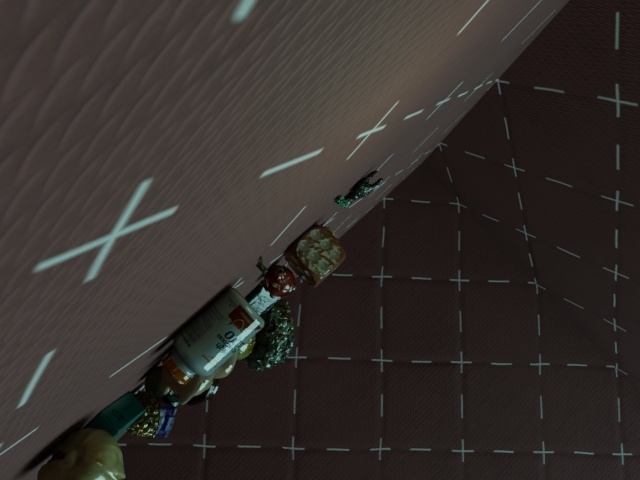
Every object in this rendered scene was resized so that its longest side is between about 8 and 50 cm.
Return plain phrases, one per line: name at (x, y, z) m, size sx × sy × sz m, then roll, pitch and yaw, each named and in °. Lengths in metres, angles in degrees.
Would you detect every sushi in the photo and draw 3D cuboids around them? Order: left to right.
sushi at (-0.277, 0.468, 2.392) m, size 0.175 × 0.418 × 0.417 m, roll 17°, pitch 132°, yaw -35°

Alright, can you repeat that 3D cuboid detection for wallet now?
wallet at (-0.310, 0.308, 2.034) m, size 0.285 × 0.030 × 0.146 m, roll -42°, pitch 133°, yaw 9°

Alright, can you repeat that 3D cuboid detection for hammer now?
hammer at (-0.177, 0.070, 1.391) m, size 0.019 × 0.035 × 0.110 m, roll -42°, pitch 167°, yaw -17°

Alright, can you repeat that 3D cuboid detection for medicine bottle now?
medicine bottle at (-0.315, 0.284, 1.347) m, size 0.288 × 0.157 × 0.157 m, roll -42°, pitch 176°, yaw -11°

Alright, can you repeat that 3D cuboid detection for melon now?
melon at (-0.541, 0.476, 1.577) m, size 0.162 × 0.099 × 0.099 m, roll -41°, pitch 178°, yaw 41°

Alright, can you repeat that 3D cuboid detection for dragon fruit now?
dragon fruit at (-0.156, 0.159, 1.799) m, size 0.136 × 0.133 × 0.166 m, roll -51°, pitch 170°, yaw -29°

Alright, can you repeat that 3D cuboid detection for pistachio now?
pistachio at (-0.680, 0.667, 1.338) m, size 0.230 × 0.230 × 0.309 m, roll -39°, pitch 167°, yaw -43°

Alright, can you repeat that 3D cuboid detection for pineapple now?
pineapple at (-0.672, 0.628, 1.683) m, size 0.136 × 0.176 × 0.161 m, roll 11°, pitch 168°, yaw -36°

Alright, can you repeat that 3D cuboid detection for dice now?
dice at (-0.018, 0.055, 1.744) m, size 0.174 × 0.175 × 0.179 m, roll -41°, pitch 172°, yaw -22°

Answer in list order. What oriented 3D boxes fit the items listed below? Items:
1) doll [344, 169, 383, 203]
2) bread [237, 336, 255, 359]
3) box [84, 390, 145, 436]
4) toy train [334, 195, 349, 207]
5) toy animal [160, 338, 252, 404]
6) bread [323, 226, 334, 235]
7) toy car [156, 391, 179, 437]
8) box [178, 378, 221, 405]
doll at (0.150, -0.186, 1.706) m, size 0.165 × 0.057 × 0.139 m, roll -38°, pitch 179°, yaw 5°
bread at (-0.398, 0.475, 2.240) m, size 0.171 × 0.192 × 0.314 m, roll -19°, pitch 160°, yaw -29°
box at (-0.729, 0.641, 1.563) m, size 0.245 × 0.092 × 0.153 m, roll -45°, pitch 175°, yaw 15°
toy train at (0.073, -0.129, 1.588) m, size 0.029 × 0.045 × 0.092 m, roll -46°, pitch 178°, yaw 12°
toy animal at (-0.382, 0.401, 1.547) m, size 0.256 × 0.195 × 0.213 m, roll -1°, pitch 106°, yaw -68°
bread at (0.000, 0.000, 1.962) m, size 0.119 × 0.084 × 0.177 m, roll -43°, pitch 176°, yaw -17°
toy car at (-0.754, 0.768, 2.116) m, size 0.235 × 0.158 × 0.172 m, roll 29°, pitch -81°, yaw 55°
box at (-0.574, 0.652, 2.235) m, size 0.404 × 0.108 × 0.263 m, roll -36°, pitch -140°, yaw 51°
